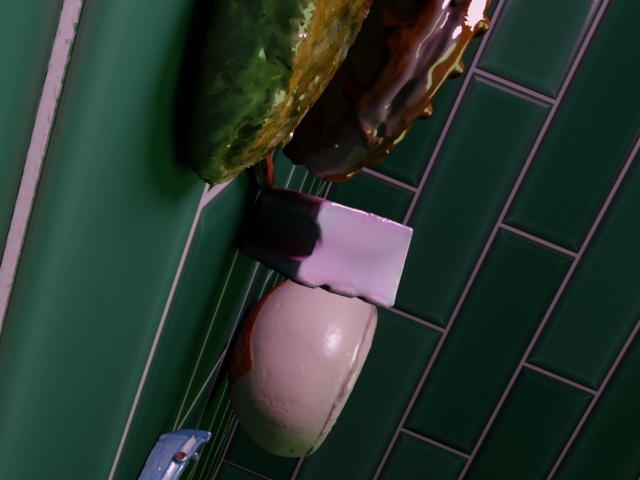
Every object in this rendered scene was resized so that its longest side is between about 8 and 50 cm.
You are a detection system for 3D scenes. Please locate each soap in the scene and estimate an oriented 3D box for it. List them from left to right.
[{"bbox_3d":[0.000,0.000,1.045,0.324,0.192,0.109,19,-89,64],"label":"soap"}]

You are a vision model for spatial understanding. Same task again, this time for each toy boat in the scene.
[{"bbox_3d":[-0.187,0.335,0.955,0.088,0.102,0.215,115,-2,-62],"label":"toy boat"}]

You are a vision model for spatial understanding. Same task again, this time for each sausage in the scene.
[{"bbox_3d":[-0.062,-0.080,0.808,0.198,0.025,0.029,108,-28,-82],"label":"sausage"}]

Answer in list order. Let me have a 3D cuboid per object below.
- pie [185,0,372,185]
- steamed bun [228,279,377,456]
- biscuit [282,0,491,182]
[{"bbox_3d":[-0.007,-0.161,0.517,0.277,0.078,0.277,21,90,-87],"label":"pie"},{"bbox_3d":[-0.053,0.230,1.530,0.374,0.241,0.375,-156,-90,-87],"label":"steamed bun"},{"bbox_3d":[0.088,-0.247,0.914,0.268,0.115,0.366,-30,-145,52],"label":"biscuit"}]
